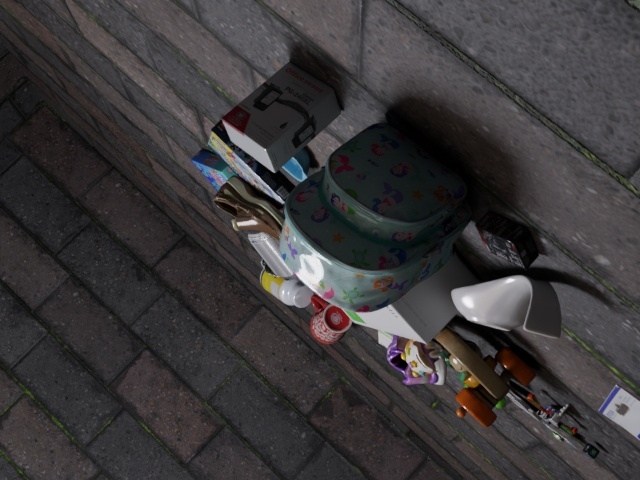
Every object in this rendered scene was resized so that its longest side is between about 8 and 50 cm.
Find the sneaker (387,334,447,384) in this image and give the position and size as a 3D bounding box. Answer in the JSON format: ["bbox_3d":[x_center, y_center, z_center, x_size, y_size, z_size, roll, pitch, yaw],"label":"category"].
[{"bbox_3d":[0.188,0.229,1.922,0.236,0.104,0.095,-117,17,-44],"label":"sneaker"}]

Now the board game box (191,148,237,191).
[{"bbox_3d":[-0.243,-0.157,2.309,0.160,0.047,0.210,51,165,-30],"label":"board game box"}]

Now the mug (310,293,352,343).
[{"bbox_3d":[0.022,0.235,2.601,0.150,0.113,0.169,31,164,-1],"label":"mug"}]

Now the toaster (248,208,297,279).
[{"bbox_3d":[-0.087,0.008,2.166,0.146,0.129,0.227,49,168,-13],"label":"toaster"}]

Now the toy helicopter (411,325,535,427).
[{"bbox_3d":[0.249,0.197,1.725,0.235,0.140,0.355,42,-178,-21],"label":"toy helicopter"}]

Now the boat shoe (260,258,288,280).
[{"bbox_3d":[-0.130,0.058,2.553,0.114,0.091,0.302,47,167,-12],"label":"boat shoe"}]

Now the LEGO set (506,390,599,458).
[{"bbox_3d":[0.460,0.347,1.775,0.182,0.060,0.244,42,176,-42],"label":"LEGO set"}]

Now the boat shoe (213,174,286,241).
[{"bbox_3d":[-0.159,-0.050,2.022,0.257,0.095,0.095,39,164,41],"label":"boat shoe"}]

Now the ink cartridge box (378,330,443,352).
[{"bbox_3d":[0.229,0.278,2.169,0.171,0.056,0.235,31,163,16],"label":"ink cartridge box"}]

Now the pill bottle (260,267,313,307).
[{"bbox_3d":[-0.102,0.141,2.713,0.184,0.103,0.103,30,161,48],"label":"pill bottle"}]

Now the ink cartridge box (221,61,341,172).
[{"bbox_3d":[-0.059,-0.194,1.350,0.109,0.150,0.063,37,162,31],"label":"ink cartridge box"}]

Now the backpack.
[{"bbox_3d":[0.072,-0.029,1.242,0.225,0.253,0.191,41,148,21],"label":"backpack"}]

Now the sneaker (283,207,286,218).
[{"bbox_3d":[0.000,0.000,2.001,0.222,0.083,0.118,57,170,-13],"label":"sneaker"}]

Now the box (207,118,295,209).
[{"bbox_3d":[-0.161,-0.170,2.006,0.233,0.044,0.159,45,168,-3],"label":"box"}]

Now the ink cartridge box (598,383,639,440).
[{"bbox_3d":[0.559,0.308,1.225,0.332,0.065,0.165,38,167,20],"label":"ink cartridge box"}]

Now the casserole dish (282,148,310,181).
[{"bbox_3d":[-0.084,-0.191,1.708,0.188,0.037,0.114,41,167,10],"label":"casserole dish"}]

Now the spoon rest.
[{"bbox_3d":[0.293,0.096,1.335,0.137,0.084,0.276,16,176,-10],"label":"spoon rest"}]

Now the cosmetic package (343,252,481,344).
[{"bbox_3d":[0.114,0.055,1.612,0.197,0.155,0.365,48,169,-11],"label":"cosmetic package"}]

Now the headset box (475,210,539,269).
[{"bbox_3d":[0.261,-0.002,1.230,0.083,0.032,0.062,32,162,47],"label":"headset box"}]

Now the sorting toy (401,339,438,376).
[{"bbox_3d":[0.193,0.231,1.686,0.083,0.045,0.075,56,169,5],"label":"sorting toy"}]

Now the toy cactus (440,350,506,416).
[{"bbox_3d":[0.311,0.289,1.918,0.219,0.112,0.180,47,162,40],"label":"toy cactus"}]
